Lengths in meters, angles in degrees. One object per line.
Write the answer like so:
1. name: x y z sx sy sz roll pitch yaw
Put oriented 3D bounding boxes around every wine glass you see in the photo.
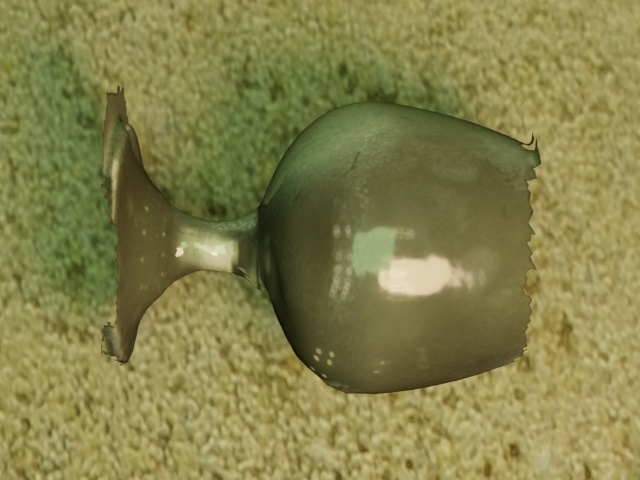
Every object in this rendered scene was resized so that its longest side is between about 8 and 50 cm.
1. wine glass: 0.000 0.000 1.218 0.323 0.238 0.238 2 89 -2
